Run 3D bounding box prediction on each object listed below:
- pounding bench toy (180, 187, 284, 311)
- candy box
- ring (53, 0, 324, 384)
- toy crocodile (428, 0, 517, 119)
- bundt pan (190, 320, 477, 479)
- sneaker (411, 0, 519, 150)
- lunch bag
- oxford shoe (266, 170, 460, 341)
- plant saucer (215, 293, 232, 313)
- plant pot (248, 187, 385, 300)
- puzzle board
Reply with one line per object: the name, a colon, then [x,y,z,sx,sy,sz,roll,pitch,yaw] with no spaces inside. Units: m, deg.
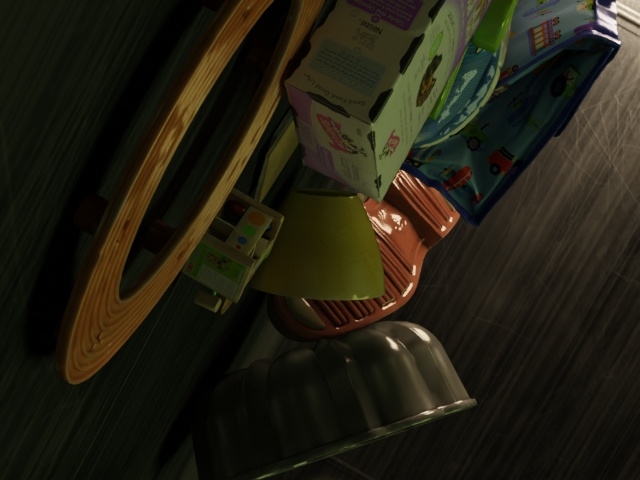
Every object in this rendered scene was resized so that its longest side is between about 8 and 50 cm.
pounding bench toy: [-0.071,0.010,1.539,0.065,0.052,0.083,-57,174,-41]
candy box: [0.056,-0.146,1.384,0.196,0.070,0.165,-60,169,-14]
ring: [-0.075,-0.065,1.180,0.337,0.032,0.336,-60,175,-9]
toy crocodile: [0.144,-0.273,1.767,0.340,0.115,0.105,-63,173,8]
bundt pan: [0.000,0.179,2.190,0.331,0.124,0.331,-19,173,-2]
sneaker: [0.139,-0.245,2.002,0.330,0.130,0.147,-60,158,9]
lunch bag: [0.219,-0.198,2.156,0.293,0.138,0.221,-44,-160,28]
oxford shoe: [0.036,0.031,2.357,0.146,0.140,0.397,-37,-179,38]
plant saucer: [-0.077,0.029,1.823,0.083,0.015,0.083,-59,176,-7]
plant pot: [0.000,0.000,1.906,0.134,0.134,0.095,-37,132,-79]
puzzle board: [-0.021,-0.100,1.673,0.128,0.011,0.096,-59,174,-25]
